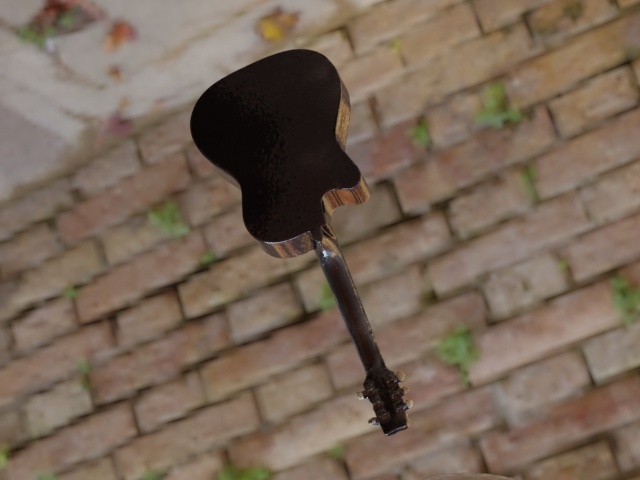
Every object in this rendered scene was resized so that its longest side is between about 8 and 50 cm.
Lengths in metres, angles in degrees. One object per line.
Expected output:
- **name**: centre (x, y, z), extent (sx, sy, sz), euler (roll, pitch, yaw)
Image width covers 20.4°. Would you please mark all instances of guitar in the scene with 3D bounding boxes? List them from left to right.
- **guitar**: centre (0.000, 0.000, 0.942), extent (0.088, 0.233, 0.025), euler (-24, 151, 5)

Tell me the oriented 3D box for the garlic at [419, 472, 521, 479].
- **garlic**: centre (0.090, 0.190, 0.987), extent (0.198, 0.090, 0.128), euler (24, 139, 11)
